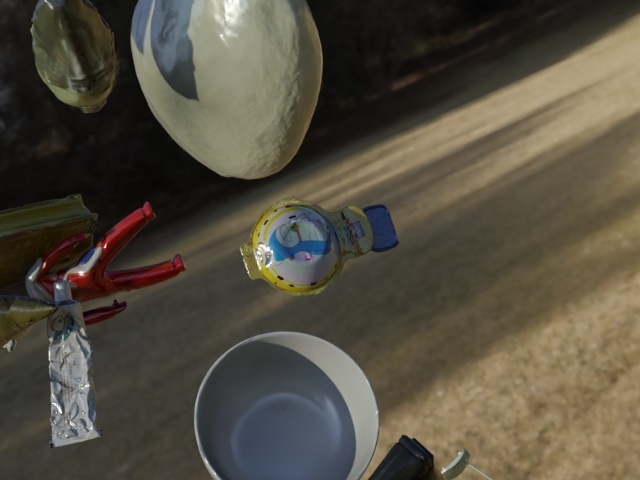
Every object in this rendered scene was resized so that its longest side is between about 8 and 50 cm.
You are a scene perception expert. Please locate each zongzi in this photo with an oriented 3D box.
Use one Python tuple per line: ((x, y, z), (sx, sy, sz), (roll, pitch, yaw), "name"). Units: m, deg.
((-0.485, 0.132, 1.945), (0.176, 0.078, 0.160), (-1, -23, -3), "zongzi")

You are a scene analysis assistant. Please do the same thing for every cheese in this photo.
((0.000, 0.000, 1.904), (0.250, 0.156, 0.064), (-15, -11, -22), "cheese")

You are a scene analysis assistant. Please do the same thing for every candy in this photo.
((-0.159, -0.297, 1.995), (0.186, 0.386, 0.427), (-30, -15, -37), "candy")

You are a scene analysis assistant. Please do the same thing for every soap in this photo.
((-0.518, 0.005, 2.220), (0.233, 0.076, 0.135), (-14, -39, -39), "soap")

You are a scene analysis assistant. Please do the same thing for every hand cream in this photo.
((-0.391, 0.188, 1.941), (0.084, 0.257, 0.050), (-10, -11, 4), "hand cream")

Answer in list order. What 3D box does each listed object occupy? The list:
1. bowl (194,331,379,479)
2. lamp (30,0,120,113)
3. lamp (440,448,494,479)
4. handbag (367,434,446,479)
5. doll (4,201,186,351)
((-0.055, 0.300, 1.974), (0.287, 0.287, 0.144), (-25, -22, -15), "bowl")
((-0.285, -0.220, 1.460), (0.101, 0.101, 0.250), (-25, -16, -11), "lamp")
((0.274, 0.389, 1.877), (0.056, 0.198, 0.050), (-48, -27, -16), "lamp")
((0.078, 0.382, 1.529), (0.080, 0.223, 0.247), (33, 75, 35), "handbag")
((-0.439, 0.082, 2.244), (0.384, 0.188, 0.099), (-28, 31, -7), "doll")
